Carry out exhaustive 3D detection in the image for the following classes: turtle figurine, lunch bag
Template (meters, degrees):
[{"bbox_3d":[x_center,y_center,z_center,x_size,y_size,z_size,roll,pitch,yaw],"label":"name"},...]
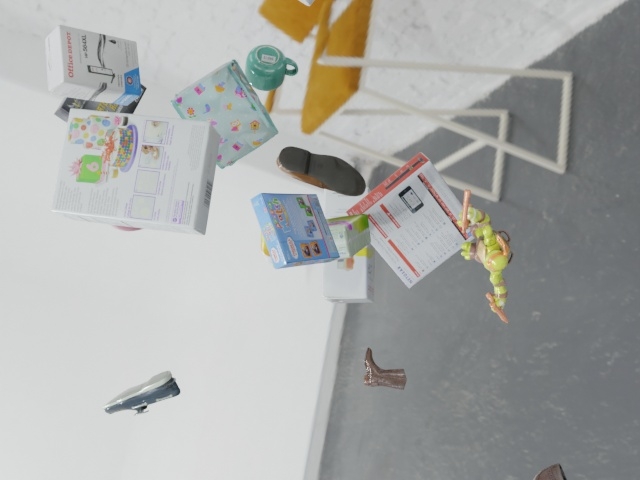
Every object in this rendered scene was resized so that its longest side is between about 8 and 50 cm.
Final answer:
[{"bbox_3d":[0.314,0.004,1.315,0.217,0.087,0.269,-91,-21,-73],"label":"turtle figurine"},{"bbox_3d":[-0.277,-0.368,2.061,0.223,0.262,0.160,-31,20,8],"label":"lunch bag"}]

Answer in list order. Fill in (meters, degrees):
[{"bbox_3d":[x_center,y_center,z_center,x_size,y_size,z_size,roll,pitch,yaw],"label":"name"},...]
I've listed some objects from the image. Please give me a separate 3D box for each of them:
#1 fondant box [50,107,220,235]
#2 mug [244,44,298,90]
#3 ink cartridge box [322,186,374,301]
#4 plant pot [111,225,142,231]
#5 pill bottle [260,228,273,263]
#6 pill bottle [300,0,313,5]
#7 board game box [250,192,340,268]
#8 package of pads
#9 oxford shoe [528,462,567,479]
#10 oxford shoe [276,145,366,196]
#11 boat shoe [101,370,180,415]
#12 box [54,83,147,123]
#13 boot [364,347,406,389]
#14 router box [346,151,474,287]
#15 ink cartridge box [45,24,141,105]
[{"bbox_3d":[-0.406,-0.152,1.542,0.096,0.330,0.238,56,-138,-80],"label":"fondant box"},{"bbox_3d":[-0.160,-0.558,2.189,0.158,0.129,0.097,-35,-15,-23],"label":"mug"},{"bbox_3d":[0.107,0.025,2.459,0.279,0.160,0.385,41,-129,-77],"label":"ink cartridge box"},{"bbox_3d":[-0.506,-0.153,1.797,0.180,0.201,0.201,75,-161,-59],"label":"plant pot"},{"bbox_3d":[-0.174,-0.010,2.693,0.215,0.117,0.117,96,175,-45],"label":"pill bottle"},{"bbox_3d":[0.002,-0.697,1.622,0.265,0.153,0.153,-53,22,11],"label":"pill bottle"},{"bbox_3d":[-0.051,-0.024,1.512,0.039,0.211,0.160,-26,78,30],"label":"board game box"},{"bbox_3d":[0.000,0.000,1.936,0.296,0.229,0.101,-26,-73,-72],"label":"package of pads"},{"bbox_3d":[0.485,0.529,1.251,0.098,0.097,0.271,-43,57,6],"label":"oxford shoe"},{"bbox_3d":[0.001,-0.152,1.562,0.076,0.212,0.076,146,144,-70],"label":"oxford shoe"},{"bbox_3d":[-0.520,0.458,2.017,0.254,0.079,0.095,-27,10,13],"label":"boat shoe"},{"bbox_3d":[-0.634,-0.406,2.017,0.056,0.183,0.231,-18,44,47],"label":"box"},{"bbox_3d":[0.174,0.337,1.829,0.037,0.114,0.106,-7,-83,-70],"label":"boot"},{"bbox_3d":[0.298,-0.059,2.201,0.301,0.335,0.082,-38,29,6],"label":"router box"},{"bbox_3d":[-0.555,-0.425,1.701,0.086,0.203,0.148,-16,78,46],"label":"ink cartridge box"}]
